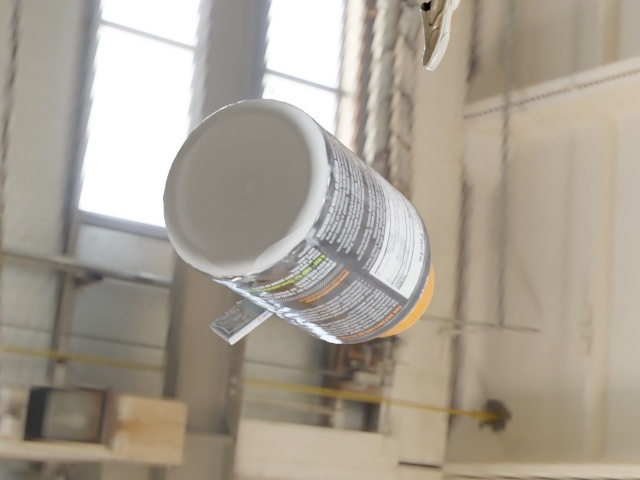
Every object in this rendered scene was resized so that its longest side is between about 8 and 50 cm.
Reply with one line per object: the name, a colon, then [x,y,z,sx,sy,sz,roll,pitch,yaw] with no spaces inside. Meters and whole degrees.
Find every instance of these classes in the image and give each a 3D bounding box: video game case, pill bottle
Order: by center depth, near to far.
pill bottle: [0.000,0.000,1.055,0.130,0.246,0.130,-9,-112,24]
video game case: [-0.081,0.085,1.854,0.122,0.011,0.087,-37,-161,-11]

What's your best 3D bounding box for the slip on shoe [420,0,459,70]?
slip on shoe: [0.133,-0.260,1.658,0.051,0.041,0.135,-86,-169,-54]
